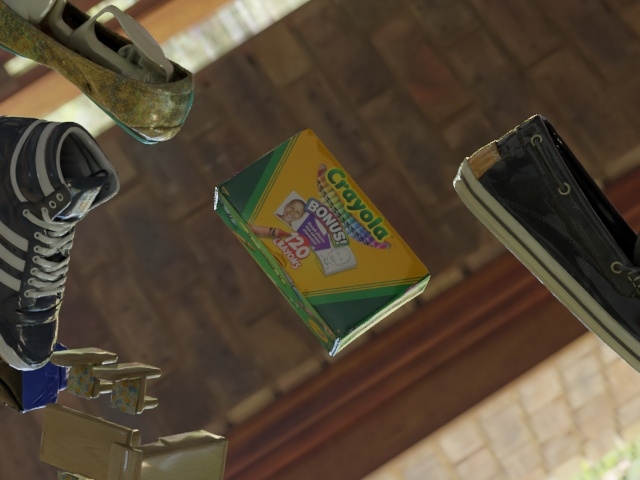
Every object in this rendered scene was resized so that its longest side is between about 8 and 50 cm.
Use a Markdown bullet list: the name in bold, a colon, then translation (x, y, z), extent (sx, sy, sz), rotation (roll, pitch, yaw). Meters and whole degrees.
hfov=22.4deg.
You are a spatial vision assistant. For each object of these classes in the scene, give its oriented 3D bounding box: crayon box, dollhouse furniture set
- **crayon box**: translation (0.000, 0.000, 2.245), extent (0.278, 0.165, 0.081), rotation (50, 161, 14)
- **dollhouse furniture set**: translation (-0.258, 0.261, 1.922), extent (0.242, 0.212, 0.161), rotation (13, -171, 35)

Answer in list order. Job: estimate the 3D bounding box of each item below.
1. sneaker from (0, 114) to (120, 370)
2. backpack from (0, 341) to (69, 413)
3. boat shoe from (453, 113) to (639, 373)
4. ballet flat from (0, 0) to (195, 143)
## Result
- **sneaker**: translation (-0.290, 0.004, 1.729), extent (0.099, 0.153, 0.282), rotation (-21, -73, -57)
- **backpack**: translation (-0.398, 0.166, 2.149), extent (0.120, 0.101, 0.098), rotation (18, 108, 41)
- **boat shoe**: translation (0.390, 0.040, 2.025), extent (0.500, 0.156, 0.187), rotation (44, -165, 4)
- **ballet flat**: translation (-0.299, -0.253, 1.937), extent (0.348, 0.123, 0.123), rotation (34, 180, -4)
